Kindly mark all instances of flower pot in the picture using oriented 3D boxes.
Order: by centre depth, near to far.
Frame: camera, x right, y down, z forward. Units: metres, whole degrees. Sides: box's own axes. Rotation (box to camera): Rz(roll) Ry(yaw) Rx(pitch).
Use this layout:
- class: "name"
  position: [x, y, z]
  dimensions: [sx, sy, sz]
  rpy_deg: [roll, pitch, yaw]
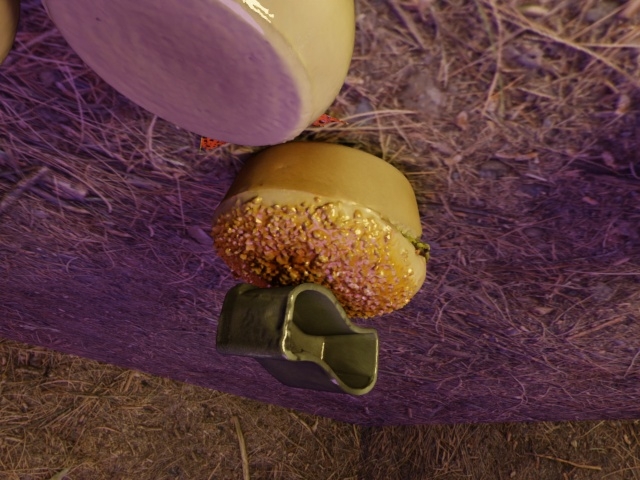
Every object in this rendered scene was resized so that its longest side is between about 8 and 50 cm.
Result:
- class: "flower pot"
  position: [-0.019, 0.128, 0.697]
  dimensions: [0.108, 0.103, 0.229]
  rpy_deg: [-3, 151, 32]

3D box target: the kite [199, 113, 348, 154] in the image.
- class: "kite"
  position: [-0.090, -0.154, 0.636]
  dimensions: [0.222, 0.008, 0.125]
  rpy_deg: [-5, 151, 27]

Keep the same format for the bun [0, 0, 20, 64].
- class: "bun"
  position: [-0.365, -0.232, 0.379]
  dimensions: [0.298, 0.165, 0.299]
  rpy_deg: [6, 172, 1]

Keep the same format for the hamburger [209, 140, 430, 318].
- class: "hamburger"
  position: [0.000, 0.000, 0.739]
  dimensions: [0.301, 0.171, 0.302]
  rpy_deg: [7, 155, 3]

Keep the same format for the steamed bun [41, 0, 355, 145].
- class: "steamed bun"
  position: [-0.079, -0.185, 0.410]
  dimensions: [0.231, 0.145, 0.232]
  rpy_deg: [19, 162, 6]
